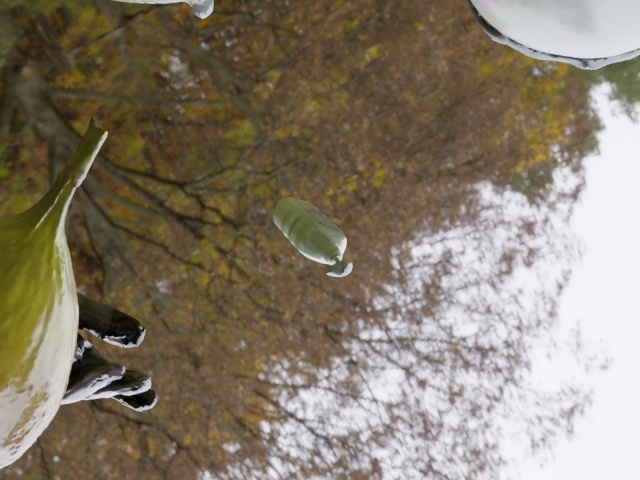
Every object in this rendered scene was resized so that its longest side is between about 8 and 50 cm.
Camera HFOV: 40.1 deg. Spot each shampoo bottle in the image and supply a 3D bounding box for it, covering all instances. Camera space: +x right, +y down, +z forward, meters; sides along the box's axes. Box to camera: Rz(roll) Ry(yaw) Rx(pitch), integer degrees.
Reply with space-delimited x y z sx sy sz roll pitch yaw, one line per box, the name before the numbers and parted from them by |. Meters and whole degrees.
shampoo bottle | 0.000 0.000 1.059 0.045 0.077 0.152 -62 -144 13

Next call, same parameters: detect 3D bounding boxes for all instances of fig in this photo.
fig | -0.216 0.028 0.603 0.257 0.159 0.159 -60 -154 -1

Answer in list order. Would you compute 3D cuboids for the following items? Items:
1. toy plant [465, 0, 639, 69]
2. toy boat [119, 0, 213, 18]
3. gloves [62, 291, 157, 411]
toy plant | 0.212 -0.288 0.625 0.247 0.247 0.332 -27 168 3
toy boat | -0.195 -0.321 0.597 0.275 0.294 0.111 7 177 5
gloves | -0.286 0.090 0.887 0.285 0.119 0.142 28 -131 10
